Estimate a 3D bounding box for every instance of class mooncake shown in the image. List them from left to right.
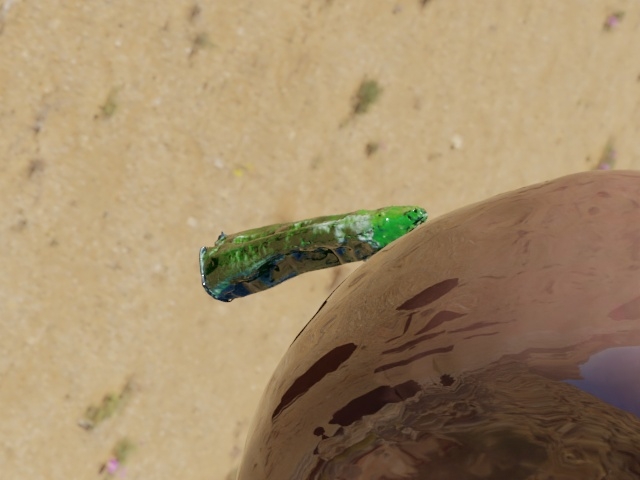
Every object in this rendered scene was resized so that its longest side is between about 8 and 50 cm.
[{"bbox_3d":[0.131,0.122,0.661,0.174,0.333,0.326,-61,171,-55],"label":"mooncake"}]

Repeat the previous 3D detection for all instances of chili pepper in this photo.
[{"bbox_3d":[0.000,0.000,1.193,0.088,0.226,0.059,-41,111,-55],"label":"chili pepper"}]
